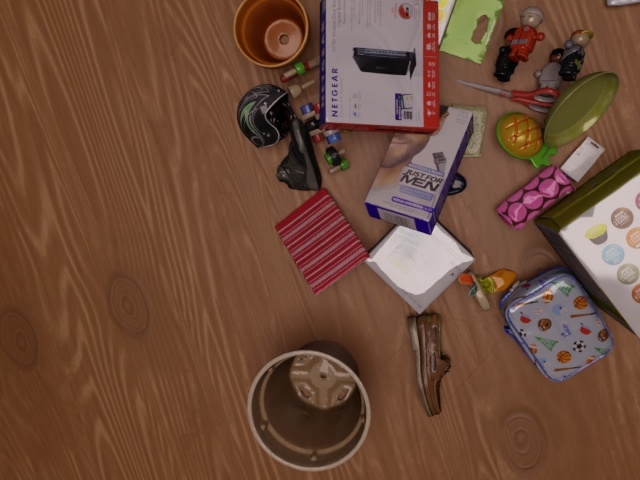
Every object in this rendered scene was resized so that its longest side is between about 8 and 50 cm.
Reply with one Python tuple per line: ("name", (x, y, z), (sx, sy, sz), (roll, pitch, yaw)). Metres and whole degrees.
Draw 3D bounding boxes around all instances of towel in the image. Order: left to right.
("towel", (0.000, 0.000, 1.839), (0.198, 0.031, 0.275), (-37, 62, 11))
("towel", (0.413, -0.312, 1.801), (0.109, 0.027, 0.148), (7, 99, 8))

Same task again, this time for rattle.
("rattle", (0.470, 0.115, 1.759), (0.142, 0.200, 0.130), (-13, 59, 18))

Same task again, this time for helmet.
("helmet", (-0.158, -0.363, 1.810), (0.169, 0.169, 0.162), (-19, 112, 10))

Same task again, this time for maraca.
("maraca", (0.568, -0.278, 1.745), (0.185, 0.099, 0.127), (35, 81, -2))

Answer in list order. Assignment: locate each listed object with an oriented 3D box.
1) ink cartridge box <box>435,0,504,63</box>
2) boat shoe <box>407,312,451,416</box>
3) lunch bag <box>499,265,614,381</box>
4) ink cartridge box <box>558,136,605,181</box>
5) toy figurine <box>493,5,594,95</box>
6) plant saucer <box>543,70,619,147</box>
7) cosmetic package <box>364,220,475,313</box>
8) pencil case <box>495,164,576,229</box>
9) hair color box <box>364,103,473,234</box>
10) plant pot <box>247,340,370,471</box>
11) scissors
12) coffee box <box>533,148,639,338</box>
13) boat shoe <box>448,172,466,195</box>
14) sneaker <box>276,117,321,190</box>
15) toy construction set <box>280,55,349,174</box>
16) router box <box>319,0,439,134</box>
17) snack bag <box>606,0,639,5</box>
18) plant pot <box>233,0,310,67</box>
("ink cartridge box", (0.355, -0.617, 1.735), (0.255, 0.097, 0.189), (20, 100, 6))
("boat shoe", (0.332, 0.367, 1.857), (0.104, 0.111, 0.308), (-10, 96, 11))
("lunch bag", (0.653, 0.233, 1.779), (0.243, 0.115, 0.303), (-34, 100, 12))
("ink cartridge box", (0.728, -0.226, 1.764), (0.062, 0.029, 0.115), (39, 100, 3))
("toy figurine", (0.581, -0.495, 1.663), (0.209, 0.213, 0.148), (20, 83, 2))
("plant saucer", (0.679, -0.352, 1.672), (0.241, 0.241, 0.037), (-42, 59, 11))
("cosmetic package", (0.281, 0.047, 1.812), (0.224, 0.138, 0.225), (43, 102, 1))
("pencil case", (0.599, -0.116, 1.764), (0.209, 0.095, 0.098), (-40, 78, 14))
("hair color box", (0.271, -0.204, 1.713), (0.185, 0.110, 0.339), (18, 73, 20))
("plant pot", (-0.013, 0.434, 1.819), (0.333, 0.305, 0.334), (1, 97, 8))
("scissors", (0.528, -0.401, 1.766), (0.296, 0.109, 0.021), (13, 75, 28))
("coffee box", (0.808, -0.011, 1.622), (0.337, 0.338, 0.334), (-38, 90, 11))
("boat shoe", (0.286, -0.172, 1.806), (0.258, 0.089, 0.109), (-7, 96, 9))
("sneaker", (-0.081, -0.239, 1.825), (0.130, 0.087, 0.228), (-4, 129, 13))
("toy construction set", (0.059, -0.397, 1.772), (0.237, 0.257, 0.309), (-29, 79, -6))
("router box", (0.150, -0.448, 1.621), (0.300, 0.082, 0.336), (0, 88, -12))
("snack bag", (0.910, -0.786, 1.661), (0.342, 0.037, 0.324), (-7, 96, 9))
("plant pot", (-0.120, -0.577, 1.764), (0.205, 0.188, 0.205), (1, 98, 8))
